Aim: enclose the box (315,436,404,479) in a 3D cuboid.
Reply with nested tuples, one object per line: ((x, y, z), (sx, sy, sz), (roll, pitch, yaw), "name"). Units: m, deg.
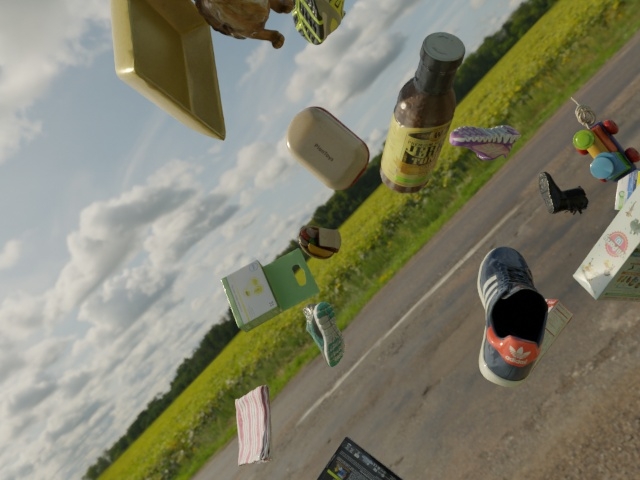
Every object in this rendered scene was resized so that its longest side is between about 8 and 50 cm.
((0.097, 0.574, 1.134), (0.216, 0.270, 0.060), (-46, -17, -37), "box")

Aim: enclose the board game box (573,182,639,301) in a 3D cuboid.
((0.765, 0.002, 1.269), (0.097, 0.224, 0.303), (-115, 38, -50), "board game box")

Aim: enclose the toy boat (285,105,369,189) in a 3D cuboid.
((0.025, -0.245, 1.439), (0.151, 0.231, 0.151), (-50, -5, 23), "toy boat")

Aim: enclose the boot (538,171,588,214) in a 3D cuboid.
((0.616, -0.121, 1.401), (0.099, 0.121, 0.045), (-8, -17, -8), "boot")

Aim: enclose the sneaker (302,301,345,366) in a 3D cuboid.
((0.005, 0.216, 1.296), (0.065, 0.166, 0.076), (-25, 19, -39), "sneaker")

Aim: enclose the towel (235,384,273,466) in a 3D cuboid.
((-0.144, 0.384, 1.139), (0.029, 0.144, 0.197), (5, -25, -24), "towel")

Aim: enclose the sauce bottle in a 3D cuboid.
((0.184, -0.221, 1.023), (0.111, 0.111, 0.344), (-46, -19, -23), "sauce bottle")

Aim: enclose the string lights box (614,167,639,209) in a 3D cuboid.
((1.029, -0.143, 1.641), (0.077, 0.133, 0.260), (-6, 12, -36), "string lights box")

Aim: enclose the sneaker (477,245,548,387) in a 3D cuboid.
((0.394, 0.114, 1.109), (0.350, 0.131, 0.148), (-75, -6, -45), "sneaker")

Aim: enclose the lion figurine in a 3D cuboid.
((-0.206, -0.499, 1.101), (0.240, 0.392, 0.142), (0, -61, -47), "lion figurine")

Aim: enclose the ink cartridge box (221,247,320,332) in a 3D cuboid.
((-0.141, 0.126, 1.532), (0.235, 0.171, 0.056), (-29, -34, 3), "ink cartridge box")

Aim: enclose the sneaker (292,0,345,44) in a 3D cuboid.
((-0.004, -0.717, 1.480), (0.147, 0.145, 0.384), (-46, -18, -20), "sneaker")

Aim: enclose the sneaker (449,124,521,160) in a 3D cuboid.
((0.510, -0.298, 1.734), (0.095, 0.236, 0.104), (-116, 28, -50), "sneaker")

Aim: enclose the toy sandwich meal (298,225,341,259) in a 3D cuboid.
((0.000, 0.000, 1.037), (0.085, 0.085, 0.029), (-45, -5, -45), "toy sandwich meal")

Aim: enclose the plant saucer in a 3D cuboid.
((-0.327, -0.400, 1.152), (0.081, 0.332, 0.333), (-16, -17, 15), "plant saucer")

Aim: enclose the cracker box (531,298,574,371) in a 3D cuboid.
((0.559, 0.264, 1.509), (0.232, 0.067, 0.156), (-48, 5, -10), "cracker box")

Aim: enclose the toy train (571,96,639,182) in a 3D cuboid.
((0.665, -0.256, 1.370), (0.143, 0.248, 0.105), (-13, -22, -46), "toy train")
